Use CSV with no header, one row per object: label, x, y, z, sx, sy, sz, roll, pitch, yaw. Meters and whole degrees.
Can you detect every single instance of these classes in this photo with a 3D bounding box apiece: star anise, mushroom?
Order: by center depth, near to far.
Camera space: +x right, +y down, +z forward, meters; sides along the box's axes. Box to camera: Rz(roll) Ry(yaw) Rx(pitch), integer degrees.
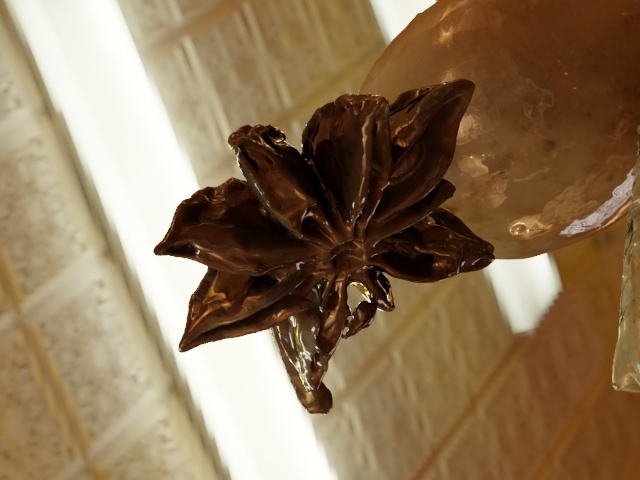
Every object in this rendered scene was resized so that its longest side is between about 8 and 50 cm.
star anise,0.000,0.000,1.134,0.209,0.231,0.089,13,-144,-33
mushroom,0.164,-0.138,1.767,0.297,0.297,0.290,34,-152,-49

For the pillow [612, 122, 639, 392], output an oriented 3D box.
pillow,0.298,0.015,1.549,0.051,0.128,0.229,28,-113,-67
